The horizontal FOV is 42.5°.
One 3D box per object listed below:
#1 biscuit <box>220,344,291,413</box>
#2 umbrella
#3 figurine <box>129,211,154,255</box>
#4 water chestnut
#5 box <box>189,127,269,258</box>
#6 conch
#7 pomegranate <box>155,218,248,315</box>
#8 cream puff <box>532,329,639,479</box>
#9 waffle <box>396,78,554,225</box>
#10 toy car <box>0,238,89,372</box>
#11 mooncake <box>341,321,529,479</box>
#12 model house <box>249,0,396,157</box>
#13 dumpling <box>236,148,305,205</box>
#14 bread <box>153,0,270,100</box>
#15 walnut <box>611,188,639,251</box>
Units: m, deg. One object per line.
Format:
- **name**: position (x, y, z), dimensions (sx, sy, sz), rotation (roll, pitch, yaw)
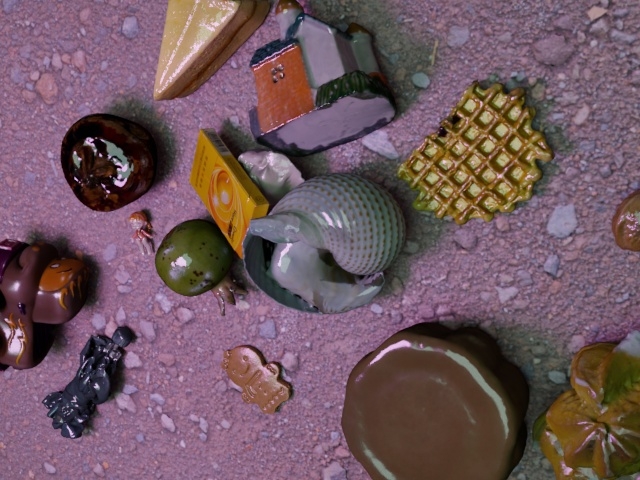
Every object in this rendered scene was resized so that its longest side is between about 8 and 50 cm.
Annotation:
- **biscuit**: position (-0.149, 0.319, 1.923), dimensions (0.133, 0.027, 0.184), rotation (-36, 86, 27)
- **umbrella**: position (-0.585, 0.353, 2.084), dimensions (0.143, 0.094, 0.348), rotation (42, 112, 6)
- **figurine**: position (-0.427, -0.017, 1.965), dimensions (0.064, 0.047, 0.109), rotation (-6, 107, 17)
- **water chestnut**: position (-0.478, -0.174, 1.857), dimensions (0.224, 0.238, 0.223), rotation (3, 104, 12)
- **box**: position (-0.202, -0.103, 1.766), dimensions (0.269, 0.044, 0.152), rotation (53, 140, 36)
- **conch**: position (0.003, -0.009, 1.678), dimensions (0.319, 0.215, 0.302), rotation (16, 124, -11)
- **pomegranate**: position (-0.262, 0.063, 1.851), dimensions (0.182, 0.181, 0.224), rotation (-29, 110, 26)
- **cream puff**: position (0.563, 0.355, 1.487), dimensions (0.379, 0.275, 0.378), rotation (5, 104, 20)
- **waffle**: position (0.298, -0.172, 1.609), dimensions (0.310, 0.065, 0.283), rotation (-2, 102, 20)
- **toy car**: position (-0.707, 0.167, 2.031), dimensions (0.241, 0.271, 0.340), rotation (11, 109, 0)
- **mooncake**: position (0.239, 0.346, 1.674), dimensions (0.379, 0.201, 0.378), rotation (4, 99, 26)
- **model house**: position (-0.013, -0.354, 1.667), dimensions (0.272, 0.190, 0.300), rotation (-20, 77, 29)
- **dumpling**: position (-0.118, -0.138, 1.754), dimensions (0.188, 0.108, 0.127), rotation (4, 145, 43)
- **bread**: position (-0.228, -0.402, 1.737), dimensions (0.163, 0.168, 0.263), rotation (21, 112, 18)
- **walnut**: position (0.581, -0.035, 1.493), dimensions (0.105, 0.105, 0.124), rotation (29, 111, 16)
